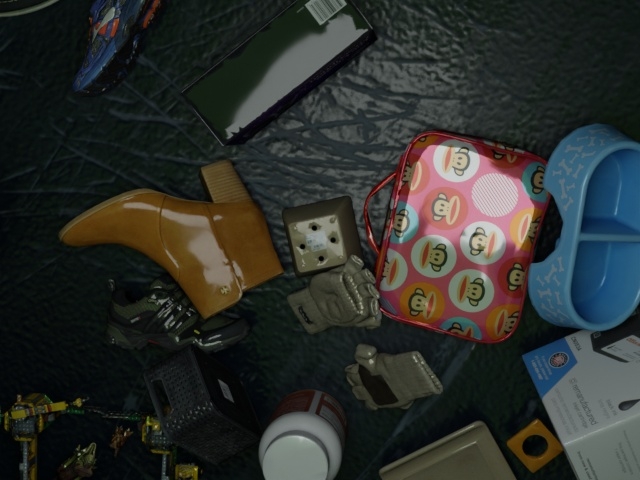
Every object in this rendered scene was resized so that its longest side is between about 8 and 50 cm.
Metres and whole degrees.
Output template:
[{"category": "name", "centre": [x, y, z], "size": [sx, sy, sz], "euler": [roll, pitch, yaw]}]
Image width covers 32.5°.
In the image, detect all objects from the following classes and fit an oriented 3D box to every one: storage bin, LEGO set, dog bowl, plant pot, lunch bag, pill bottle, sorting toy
[{"category": "storage bin", "centre": [-0.169, 0.243, 1.617], "size": [0.084, 0.180, 0.122], "euler": [-30, 58, 7]}, {"category": "LEGO set", "centre": [-0.354, 0.360, 1.649], "size": [0.332, 0.192, 0.254], "euler": [12, 97, 3]}, {"category": "dog bowl", "centre": [0.388, -0.011, 1.527], "size": [0.166, 0.074, 0.297], "euler": [1, 102, -24]}, {"category": "plant pot", "centre": [0.000, 0.000, 1.628], "size": [0.109, 0.096, 0.109], "euler": [-12, 96, 6]}, {"category": "lunch bag", "centre": [0.187, -0.011, 1.598], "size": [0.258, 0.120, 0.293], "euler": [15, 98, 4]}, {"category": "pill bottle", "centre": [-0.026, 0.298, 1.601], "size": [0.121, 0.216, 0.121], "euler": [1, 96, 5]}, {"category": "sorting toy", "centre": [0.212, 0.385, 1.677], "size": [0.348, 0.047, 0.196], "euler": [-28, 100, 10]}]

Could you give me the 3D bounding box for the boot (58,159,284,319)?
[{"category": "boot", "centre": [-0.218, 0.022, 1.626], "size": [0.295, 0.104, 0.211], "euler": [-21, 83, -7]}]

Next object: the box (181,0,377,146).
[{"category": "box", "centre": [-0.052, -0.250, 1.562], "size": [0.261, 0.184, 0.103], "euler": [-37, 94, 8]}]

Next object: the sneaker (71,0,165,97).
[{"category": "sneaker", "centre": [-0.311, -0.313, 1.640], "size": [0.087, 0.083, 0.221], "euler": [32, 93, 15]}]

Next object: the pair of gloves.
[{"category": "pair of gloves", "centre": [0.067, 0.145, 1.607], "size": [0.042, 0.204, 0.240], "euler": [-36, 89, -32]}]

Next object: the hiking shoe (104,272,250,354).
[{"category": "hiking shoe", "centre": [-0.219, 0.109, 1.664], "size": [0.227, 0.086, 0.114], "euler": [1, 100, 6]}]

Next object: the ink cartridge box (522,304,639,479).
[{"category": "ink cartridge box", "centre": [0.468, 0.202, 1.532], "size": [0.308, 0.223, 0.129], "euler": [-24, 116, 7]}]

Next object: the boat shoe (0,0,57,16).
[{"category": "boat shoe", "centre": [-0.537, -0.404, 1.623], "size": [0.340, 0.113, 0.127], "euler": [7, 96, 4]}]
